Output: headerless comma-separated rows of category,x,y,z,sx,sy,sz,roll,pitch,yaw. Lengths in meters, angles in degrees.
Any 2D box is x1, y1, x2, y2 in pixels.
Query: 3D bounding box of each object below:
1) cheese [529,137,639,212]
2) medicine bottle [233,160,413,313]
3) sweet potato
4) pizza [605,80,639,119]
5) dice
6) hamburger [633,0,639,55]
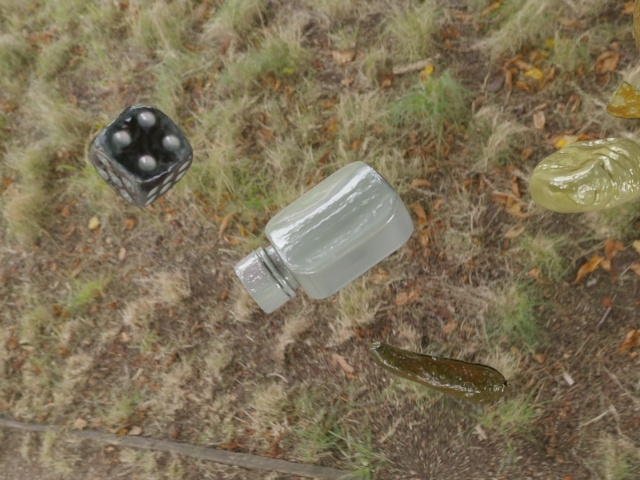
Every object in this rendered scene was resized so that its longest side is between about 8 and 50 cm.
cheese,0.547,-0.128,1.258,0.226,0.117,0.214,-2,25,48
medicine bottle,0.000,0.000,0.654,0.183,0.069,0.119,-35,42,-3
sweet potato,0.219,0.248,1.156,0.274,0.075,0.075,15,72,3
pizza,0.608,-0.276,1.180,0.123,0.108,0.026,11,64,44
dice,-0.427,-0.202,1.470,0.183,0.181,0.182,45,65,-5
hamburger,0.198,-0.099,0.188,0.144,0.283,0.156,-38,93,-8
